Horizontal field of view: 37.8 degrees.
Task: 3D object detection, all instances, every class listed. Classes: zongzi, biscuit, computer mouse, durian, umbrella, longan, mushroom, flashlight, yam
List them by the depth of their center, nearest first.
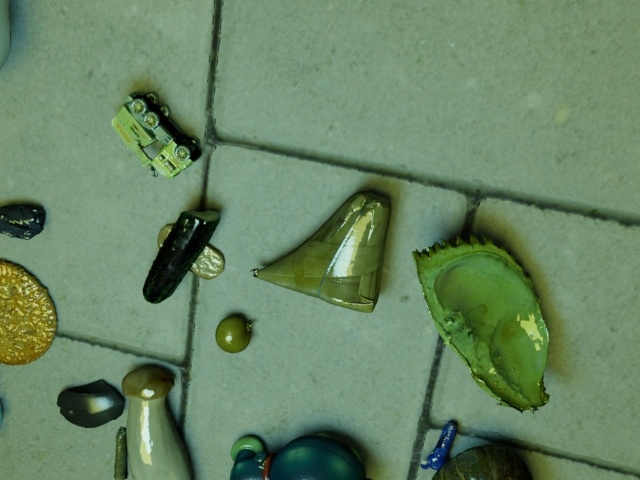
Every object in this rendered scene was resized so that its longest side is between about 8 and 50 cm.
[{"bbox_3d":[0.300,0.138,1.637,0.163,0.198,0.394,-28,105,22],"label":"durian"},{"bbox_3d":[0.000,0.000,1.714,0.256,0.115,0.228,15,112,19],"label":"zongzi"},{"bbox_3d":[-0.254,0.023,1.828,0.147,0.018,0.071,33,114,1],"label":"biscuit"},{"bbox_3d":[-0.167,0.184,1.846,0.083,0.075,0.075,-23,106,5],"label":"longan"},{"bbox_3d":[0.242,0.409,1.855,0.057,0.035,0.121,20,110,4],"label":"flashlight"},{"bbox_3d":[-0.672,-0.038,1.883,0.248,0.071,0.071,2,112,15],"label":"umbrella"},{"bbox_3d":[-0.344,0.431,1.967,0.128,0.128,0.350,-1,108,15],"label":"mushroom"},{"bbox_3d":[-0.675,0.156,1.981,0.253,0.035,0.254,5,113,12],"label":"biscuit"},{"bbox_3d":[-0.500,0.358,2.008,0.172,0.057,0.099,-8,112,21],"label":"computer mouse"},{"bbox_3d":[-0.441,0.469,2.057,0.033,0.027,0.130,7,113,10],"label":"yam"}]

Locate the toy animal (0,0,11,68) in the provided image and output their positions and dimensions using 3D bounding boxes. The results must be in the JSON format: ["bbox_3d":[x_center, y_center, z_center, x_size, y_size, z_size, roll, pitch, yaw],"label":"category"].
[{"bbox_3d":[-0.686,-0.411,1.647,0.251,0.251,0.310,-32,95,24],"label":"toy animal"}]

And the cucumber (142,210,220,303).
[{"bbox_3d":[-0.277,0.032,1.788,0.074,0.074,0.241,34,116,-1],"label":"cucumber"}]

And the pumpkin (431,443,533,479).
[{"bbox_3d":[0.310,0.492,1.813,0.218,0.162,0.219,-6,122,-10],"label":"pumpkin"}]

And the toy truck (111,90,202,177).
[{"bbox_3d":[-0.306,-0.190,1.720,0.100,0.077,0.169,-39,100,22],"label":"toy truck"}]

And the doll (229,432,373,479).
[{"bbox_3d":[-0.043,0.493,1.881,0.321,0.186,0.199,-11,109,21],"label":"doll"}]

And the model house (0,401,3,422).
[{"bbox_3d":[-0.865,0.306,1.990,0.339,0.297,0.360,-9,115,-21],"label":"model house"}]
